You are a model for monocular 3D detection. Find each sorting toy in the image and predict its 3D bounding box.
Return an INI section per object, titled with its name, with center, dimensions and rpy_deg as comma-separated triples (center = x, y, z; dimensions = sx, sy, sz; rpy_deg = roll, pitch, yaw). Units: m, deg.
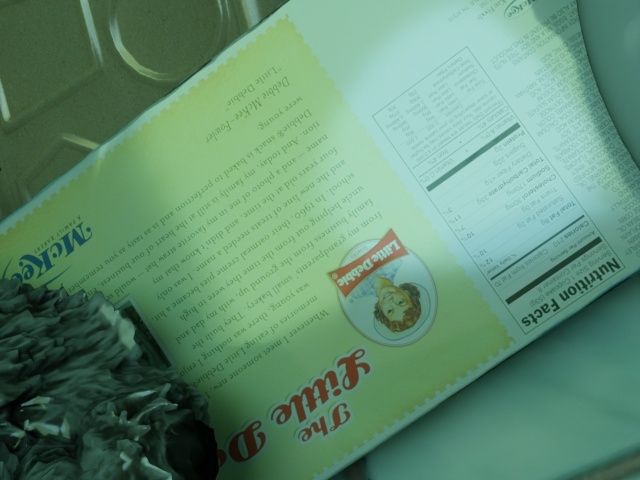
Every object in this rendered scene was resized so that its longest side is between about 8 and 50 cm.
[sorting toy]
center = -0.100, -0.066, 0.661
dimensions = 0.208, 0.038, 0.193
rpy_deg = -11, 97, 17

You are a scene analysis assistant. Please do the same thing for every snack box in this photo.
[snack box]
center = 0.000, 0.000, 0.584
dimensions = 0.322, 0.060, 0.187
rpy_deg = -35, 83, 12

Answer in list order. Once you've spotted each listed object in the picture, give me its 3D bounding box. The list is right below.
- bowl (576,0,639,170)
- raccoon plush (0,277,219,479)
[bowl]
center = 0.204, -0.080, 0.474
dimensions = 0.134, 0.298, 0.297
rpy_deg = 140, 127, -59
[raccoon plush]
center = -0.253, 0.118, 0.494
dimensions = 0.446, 0.299, 0.216
rpy_deg = 30, 119, 25
